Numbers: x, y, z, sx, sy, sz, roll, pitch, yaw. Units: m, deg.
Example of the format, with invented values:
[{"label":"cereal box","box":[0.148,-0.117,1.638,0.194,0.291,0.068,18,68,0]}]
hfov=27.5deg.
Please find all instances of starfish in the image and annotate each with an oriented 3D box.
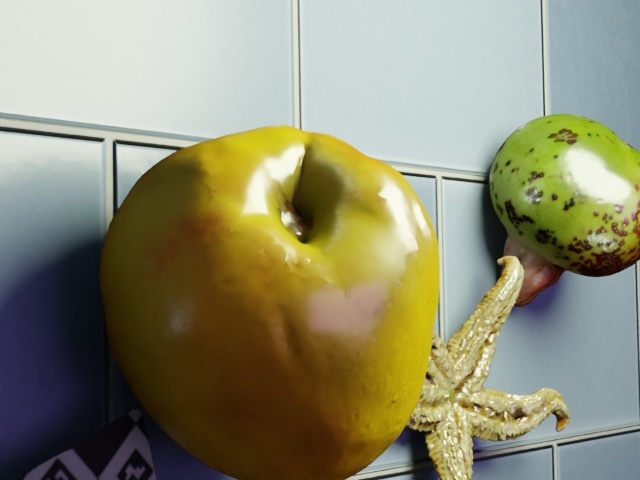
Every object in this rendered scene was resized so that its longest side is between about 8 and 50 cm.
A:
[{"label":"starfish","box":[0.158,0.174,1.456,0.375,0.094,0.327,8,71,-43]}]

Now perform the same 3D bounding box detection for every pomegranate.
[{"label":"pomegranate","box":[0.290,-0.023,1.574,0.214,0.214,0.248,18,107,-48]}]

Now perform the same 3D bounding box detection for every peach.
[{"label":"peach","box":[-0.040,0.069,1.105,0.289,0.289,0.308,-44,156,-42]}]

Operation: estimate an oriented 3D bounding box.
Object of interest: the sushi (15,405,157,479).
[{"label":"sushi","box":[-0.228,0.316,1.015,0.294,0.059,0.292,-24,106,-48]}]
